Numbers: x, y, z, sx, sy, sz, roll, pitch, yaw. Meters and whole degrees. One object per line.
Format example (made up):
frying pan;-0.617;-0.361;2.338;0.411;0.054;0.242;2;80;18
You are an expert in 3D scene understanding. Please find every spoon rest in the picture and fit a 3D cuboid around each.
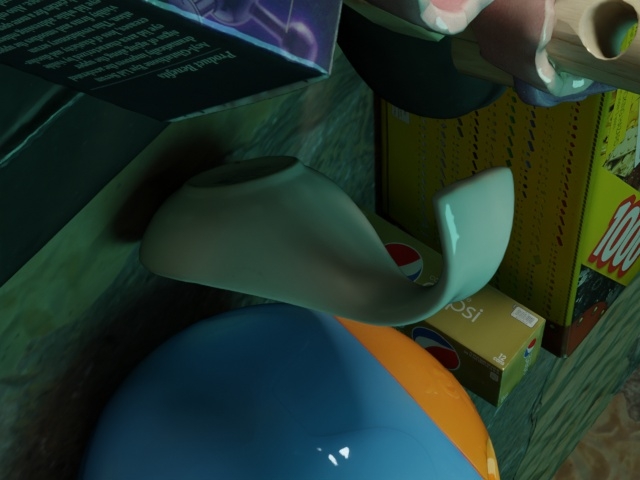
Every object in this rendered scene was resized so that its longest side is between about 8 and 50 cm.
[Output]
spoon rest;0.000;0.000;0.943;0.137;0.276;0.084;-23;106;-35

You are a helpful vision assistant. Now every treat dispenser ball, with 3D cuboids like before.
treat dispenser ball;-0.021;0.184;1.079;0.288;0.288;0.288;-45;155;-27

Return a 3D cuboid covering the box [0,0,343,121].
box;-0.093;-0.145;0.536;0.207;0.108;0.153;17;75;-35

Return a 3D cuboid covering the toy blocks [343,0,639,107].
toy blocks;0.165;-0.184;0.695;0.309;0.260;0.289;21;89;-55

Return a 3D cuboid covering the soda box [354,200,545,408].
soda box;0.079;0.048;1.245;0.058;0.181;0.061;-46;156;-25

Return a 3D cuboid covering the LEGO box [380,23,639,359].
LEGO box;0.226;-0.205;1.194;0.372;0.193;0.500;-47;156;-24

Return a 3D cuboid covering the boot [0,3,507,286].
boot;-0.064;-0.089;0.785;0.445;0.146;0.367;-50;146;-31
